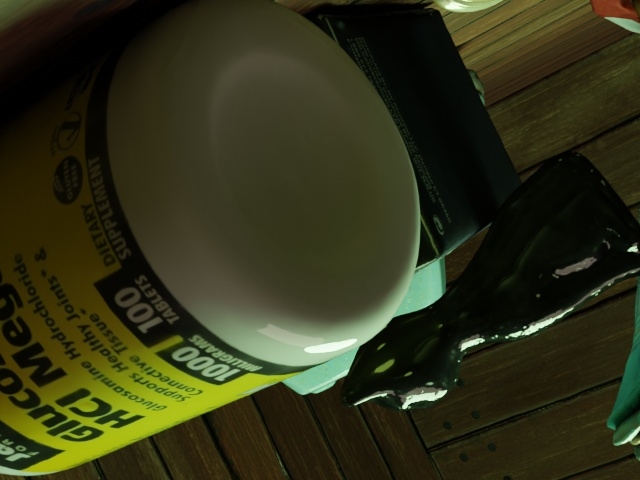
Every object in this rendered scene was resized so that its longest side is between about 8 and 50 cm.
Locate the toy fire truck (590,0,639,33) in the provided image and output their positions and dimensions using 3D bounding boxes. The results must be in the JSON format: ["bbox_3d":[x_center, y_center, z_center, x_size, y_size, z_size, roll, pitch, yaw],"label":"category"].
[{"bbox_3d":[0.375,-0.222,1.512,0.302,0.169,0.254,11,176,40],"label":"toy fire truck"}]

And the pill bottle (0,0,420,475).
[{"bbox_3d":[-0.124,0.018,0.901,0.334,0.188,0.188,-27,179,40],"label":"pill bottle"}]

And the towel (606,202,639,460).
[{"bbox_3d":[0.252,-0.076,1.061,0.271,0.040,0.370,-71,173,-45],"label":"towel"}]

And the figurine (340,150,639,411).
[{"bbox_3d":[0.104,0.043,1.113,0.209,0.092,0.215,-36,175,1],"label":"figurine"}]

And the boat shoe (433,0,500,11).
[{"bbox_3d":[0.109,-0.168,0.848,0.170,0.063,0.059,-38,-175,-41],"label":"boat shoe"}]

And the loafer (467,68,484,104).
[{"bbox_3d":[0.114,-0.160,1.892,0.096,0.084,0.267,6,167,-13],"label":"loafer"}]

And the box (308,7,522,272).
[{"bbox_3d":[-0.037,-0.026,1.218,0.296,0.182,0.294,-26,-179,20],"label":"box"}]

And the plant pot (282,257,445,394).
[{"bbox_3d":[0.000,0.000,1.586,0.248,0.252,0.247,-26,179,6],"label":"plant pot"}]
